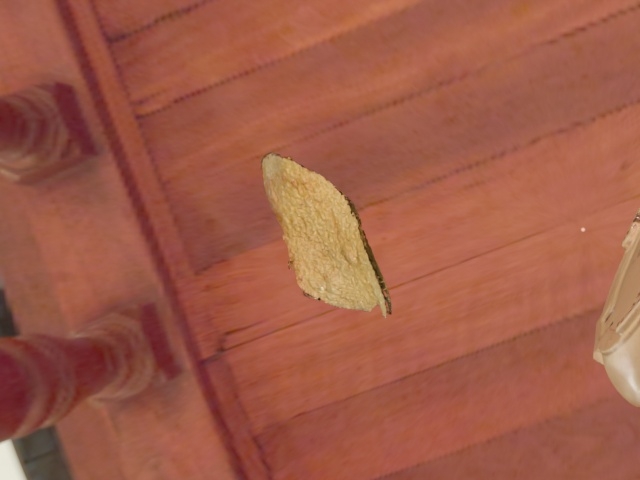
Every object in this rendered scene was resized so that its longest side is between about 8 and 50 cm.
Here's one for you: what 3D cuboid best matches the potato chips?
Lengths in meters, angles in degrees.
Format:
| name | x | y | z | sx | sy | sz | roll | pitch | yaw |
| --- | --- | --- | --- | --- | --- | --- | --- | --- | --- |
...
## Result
| name | x | y | z | sx | sy | sz | roll | pitch | yaw |
| --- | --- | --- | --- | --- | --- | --- | --- | --- | --- |
| potato chips | 0.000 | 0.000 | 1.541 | 0.209 | 0.026 | 0.142 | 38 | 131 | 29 |

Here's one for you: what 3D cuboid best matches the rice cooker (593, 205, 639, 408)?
| name | x | y | z | sx | sy | sz | roll | pitch | yaw |
| --- | --- | --- | --- | --- | --- | --- | --- | --- | --- |
| rice cooker | 0.408 | 0.041 | 1.128 | 0.325 | 0.335 | 0.335 | 27 | 95 | 2 |
